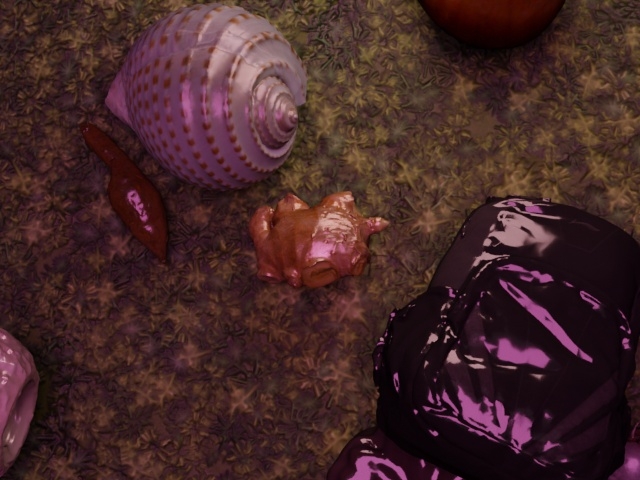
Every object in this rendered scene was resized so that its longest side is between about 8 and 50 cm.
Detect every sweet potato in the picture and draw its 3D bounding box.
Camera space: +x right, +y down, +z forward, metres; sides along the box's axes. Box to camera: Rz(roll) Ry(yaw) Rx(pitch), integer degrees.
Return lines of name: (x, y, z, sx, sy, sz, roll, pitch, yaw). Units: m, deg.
sweet potato: (-0.298, -0.084, 1.857, 0.074, 0.075, 0.269, -32, 76, -1)

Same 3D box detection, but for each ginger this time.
ginger: (0.000, 0.000, 1.803, 0.216, 0.102, 0.157, -12, 53, 8)

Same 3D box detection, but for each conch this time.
conch: (-0.176, -0.236, 1.808, 0.319, 0.215, 0.303, 16, 72, 6)

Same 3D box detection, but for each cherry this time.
cherry: (0.481, 0.324, 1.703, 0.188, 0.115, 0.148, -10, 60, -2)

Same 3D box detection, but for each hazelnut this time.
hazelnut: (0.247, -0.406, 1.799, 0.251, 0.217, 0.217, 26, 83, 16)

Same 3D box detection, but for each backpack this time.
backpack: (0.284, 0.131, 1.655, 0.363, 0.255, 0.446, 26, 68, 3)

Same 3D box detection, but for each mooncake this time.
mooncake: (0.140, 0.382, 1.709, 0.282, 0.141, 0.283, 0, 80, 2)

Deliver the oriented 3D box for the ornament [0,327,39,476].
ornament: (-0.538, 0.230, 1.732, 0.225, 0.259, 0.260, 14, 82, 3)
